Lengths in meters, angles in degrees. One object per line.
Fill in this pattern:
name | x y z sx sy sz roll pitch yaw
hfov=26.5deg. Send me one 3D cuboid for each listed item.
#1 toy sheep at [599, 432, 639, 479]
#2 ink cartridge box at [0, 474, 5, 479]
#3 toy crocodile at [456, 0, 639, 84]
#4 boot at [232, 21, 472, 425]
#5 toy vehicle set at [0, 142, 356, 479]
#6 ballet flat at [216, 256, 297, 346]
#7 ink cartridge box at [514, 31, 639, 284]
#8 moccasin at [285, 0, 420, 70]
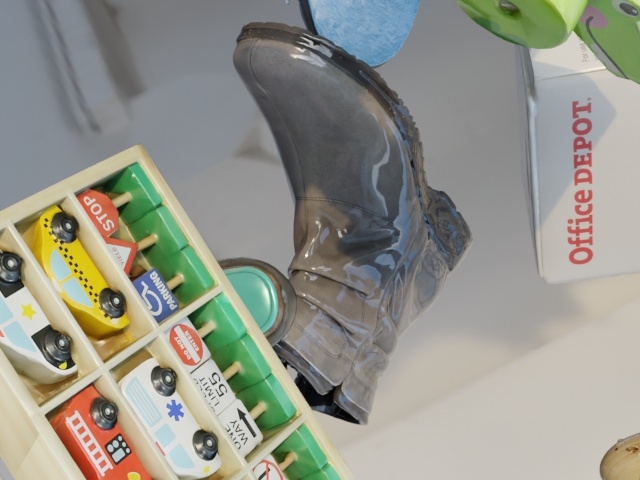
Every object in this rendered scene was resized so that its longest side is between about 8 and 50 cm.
toy sheep | 0.246 0.157 0.877 0.091 0.132 0.091 -169 -90 -90
ink cartridge box | -0.317 0.312 0.885 0.131 0.306 0.226 26 15 -40
toy crocodile | 0.091 -0.191 0.614 0.105 0.115 0.340 12 -26 52
boot | 0.000 0.000 1.127 0.118 0.222 0.338 9 -32 46
toy vehicle set | -0.080 0.093 0.691 0.267 0.035 0.166 58 37 -4
ballet flat | -0.154 0.071 1.029 0.096 0.280 0.095 42 43 -82
ink cartridge box | 0.284 -0.093 0.953 0.211 0.289 0.121 78 7 -47
moccasin | 0.021 -0.309 1.204 0.117 0.138 0.342 157 -67 -69
